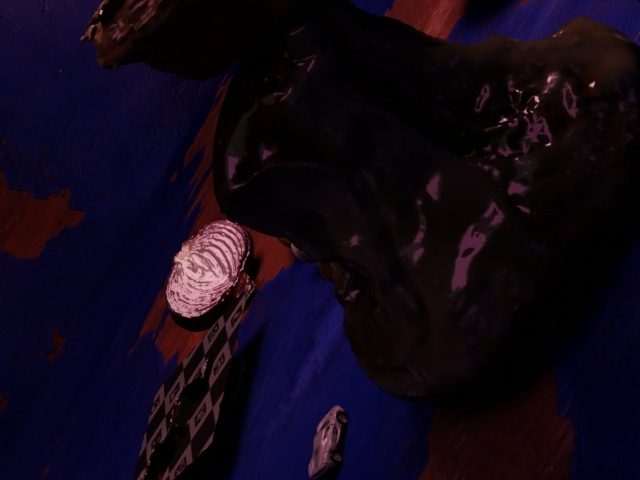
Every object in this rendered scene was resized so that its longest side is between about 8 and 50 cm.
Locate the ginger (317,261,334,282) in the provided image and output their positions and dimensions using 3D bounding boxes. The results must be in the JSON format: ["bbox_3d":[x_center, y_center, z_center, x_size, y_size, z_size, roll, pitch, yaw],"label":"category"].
[{"bbox_3d":[0.059,-0.059,1.249,0.294,0.086,0.131,110,147,-43],"label":"ginger"}]

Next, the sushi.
[{"bbox_3d":[-0.178,0.257,1.573,0.294,0.059,0.292,-47,22,36],"label":"sushi"}]

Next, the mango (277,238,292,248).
[{"bbox_3d":[-0.034,-0.046,1.629,0.103,0.076,0.161,-45,31,24],"label":"mango"}]

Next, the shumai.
[{"bbox_3d":[0.074,-0.083,0.975,0.397,0.323,0.324,-60,15,-4],"label":"shumai"}]

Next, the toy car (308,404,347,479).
[{"bbox_3d":[0.007,0.219,1.173,0.041,0.025,0.093,-45,23,37],"label":"toy car"}]

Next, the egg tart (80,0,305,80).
[{"bbox_3d":[-0.083,-0.238,0.952,0.288,0.118,0.288,-43,16,16],"label":"egg tart"}]

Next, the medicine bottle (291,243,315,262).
[{"bbox_3d":[0.000,0.000,1.484,0.089,0.057,0.057,-19,45,65],"label":"medicine bottle"}]

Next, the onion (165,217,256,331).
[{"bbox_3d":[-0.171,0.072,1.790,0.206,0.151,0.098,-57,-20,-25],"label":"onion"}]
